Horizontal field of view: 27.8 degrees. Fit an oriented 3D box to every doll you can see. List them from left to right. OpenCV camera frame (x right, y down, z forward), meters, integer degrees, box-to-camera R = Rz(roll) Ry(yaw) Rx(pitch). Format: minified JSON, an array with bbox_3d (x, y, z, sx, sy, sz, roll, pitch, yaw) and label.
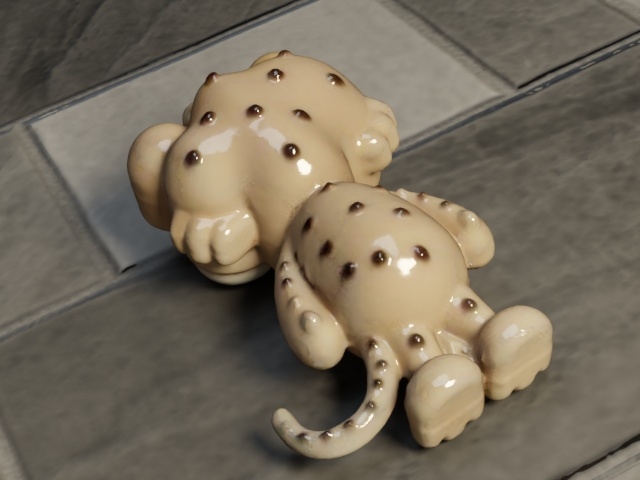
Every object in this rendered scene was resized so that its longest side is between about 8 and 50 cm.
[{"bbox_3d":[0.002,-0.001,0.707,0.154,0.119,0.278,-25,49,-12],"label":"doll"}]
